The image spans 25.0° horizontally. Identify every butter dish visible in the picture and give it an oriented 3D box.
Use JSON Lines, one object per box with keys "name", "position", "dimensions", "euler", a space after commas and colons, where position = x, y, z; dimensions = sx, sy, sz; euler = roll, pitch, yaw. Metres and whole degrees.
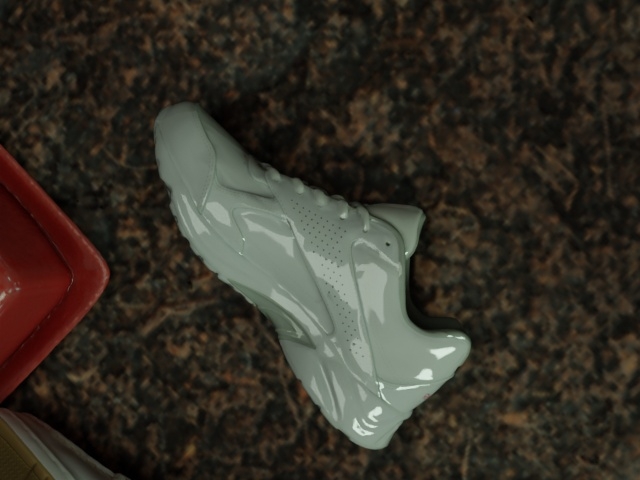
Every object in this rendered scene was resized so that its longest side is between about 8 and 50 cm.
{"name": "butter dish", "position": [-0.242, 0.023, 0.879], "dimensions": [0.160, 0.118, 0.160], "euler": [47, 105, 7]}

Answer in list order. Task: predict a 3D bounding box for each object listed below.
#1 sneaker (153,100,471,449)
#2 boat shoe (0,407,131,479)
{"name": "sneaker", "position": [0.000, 0.000, 0.834], "dimensions": [0.115, 0.090, 0.232], "euler": [-39, 93, 9]}
{"name": "boat shoe", "position": [-0.109, 0.200, 0.874], "dimensions": [0.277, 0.096, 0.098], "euler": [44, 129, 21]}
